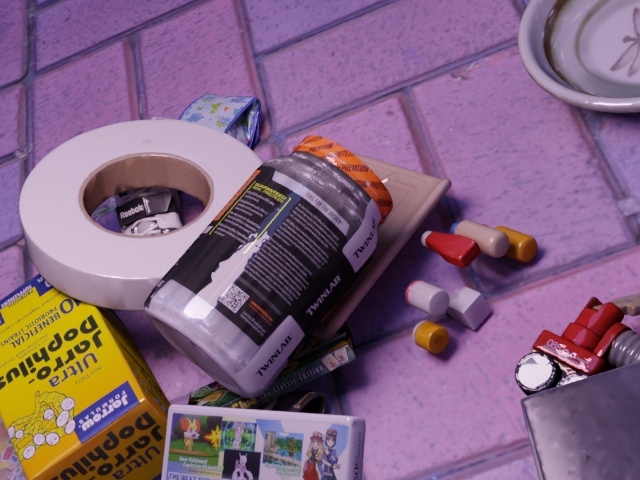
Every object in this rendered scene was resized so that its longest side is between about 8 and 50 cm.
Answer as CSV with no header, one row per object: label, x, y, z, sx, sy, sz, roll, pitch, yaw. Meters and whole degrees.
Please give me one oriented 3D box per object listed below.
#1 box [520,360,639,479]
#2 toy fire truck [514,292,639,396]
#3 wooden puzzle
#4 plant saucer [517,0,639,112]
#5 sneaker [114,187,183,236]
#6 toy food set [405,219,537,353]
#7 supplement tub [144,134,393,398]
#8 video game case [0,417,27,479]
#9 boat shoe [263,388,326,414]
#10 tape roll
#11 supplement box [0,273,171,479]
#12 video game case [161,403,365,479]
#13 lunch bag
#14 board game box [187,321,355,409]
box,0.349,0.329,1.185,0.183,0.296,0.294,-18,45,12
toy fire truck,0.401,0.147,1.440,0.217,0.158,0.246,28,78,41
wooden puzzle,0.000,0.000,1.794,0.348,0.080,0.322,18,59,44
plant saucer,0.517,-0.325,1.802,0.400,0.100,0.400,-14,47,16
sneaker,-0.301,-0.052,1.948,0.122,0.146,0.330,-22,47,6
toy food set,0.190,0.047,1.642,0.232,0.111,0.104,-46,35,-14
supplement tub,-0.063,0.030,1.576,0.207,0.207,0.338,27,70,40
video game case,-0.549,0.360,1.796,0.206,0.026,0.227,-33,45,-3
boat shoe,-0.055,0.284,1.546,0.068,0.081,0.228,-12,32,29
tape roll,-0.266,-0.050,1.777,0.392,0.072,0.392,1,41,-1
supplement box,-0.355,0.225,1.696,0.194,0.195,0.356,-36,46,-6
video game case,-0.087,0.360,1.416,0.329,0.036,0.300,-4,77,43
lunch bag,-0.186,-0.195,2.045,0.129,0.096,0.151,9,65,32
board game box,-0.073,0.196,1.651,0.259,0.030,0.136,-26,14,4
